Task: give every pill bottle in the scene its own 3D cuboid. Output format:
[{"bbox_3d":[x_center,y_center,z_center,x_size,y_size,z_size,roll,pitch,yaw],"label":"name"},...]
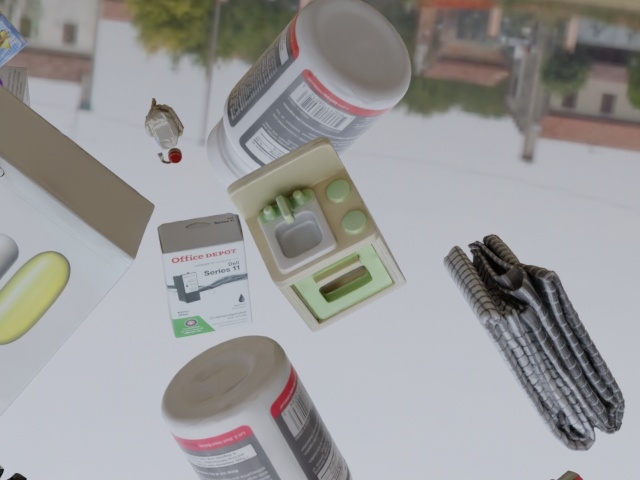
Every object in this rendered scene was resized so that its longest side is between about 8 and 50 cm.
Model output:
[{"bbox_3d":[-0.063,0.296,1.578,0.176,0.318,0.176,-21,-153,11],"label":"pill bottle"},{"bbox_3d":[-0.032,-0.221,1.983,0.210,0.210,0.363,0,154,-36],"label":"pill bottle"}]

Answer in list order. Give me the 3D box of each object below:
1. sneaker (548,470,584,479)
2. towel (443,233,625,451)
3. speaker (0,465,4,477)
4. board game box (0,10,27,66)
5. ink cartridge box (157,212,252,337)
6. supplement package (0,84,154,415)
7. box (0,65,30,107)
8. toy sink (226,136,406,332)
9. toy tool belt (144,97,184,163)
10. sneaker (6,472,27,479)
[{"bbox_3d":[0.256,0.334,1.423,0.314,0.136,0.116,13,-177,-44],"label":"sneaker"},{"bbox_3d":[0.306,0.133,1.717,0.121,0.283,0.235,-33,-159,4],"label":"towel"},{"bbox_3d":[-0.404,0.221,1.288,0.136,0.055,0.055,40,-163,9],"label":"speaker"},{"bbox_3d":[-0.395,-0.266,1.257,0.194,0.060,0.194,49,177,-11],"label":"board game box"},{"bbox_3d":[-0.210,0.064,2.201,0.153,0.208,0.087,-10,-141,-8],"label":"ink cartridge box"},{"bbox_3d":[-0.283,0.007,1.020,0.194,0.203,0.149,39,-166,-13],"label":"supplement package"},{"bbox_3d":[-0.419,-0.124,1.614,0.063,0.067,0.324,5,156,-9],"label":"box"},{"bbox_3d":[0.000,0.000,1.595,0.153,0.234,0.131,-28,-124,3],"label":"toy sink"},{"bbox_3d":[-0.210,-0.150,1.637,0.052,0.083,0.051,-20,-140,4],"label":"toy tool belt"},{"bbox_3d":[-0.362,0.298,1.333,0.152,0.058,0.084,7,-129,2],"label":"sneaker"}]
